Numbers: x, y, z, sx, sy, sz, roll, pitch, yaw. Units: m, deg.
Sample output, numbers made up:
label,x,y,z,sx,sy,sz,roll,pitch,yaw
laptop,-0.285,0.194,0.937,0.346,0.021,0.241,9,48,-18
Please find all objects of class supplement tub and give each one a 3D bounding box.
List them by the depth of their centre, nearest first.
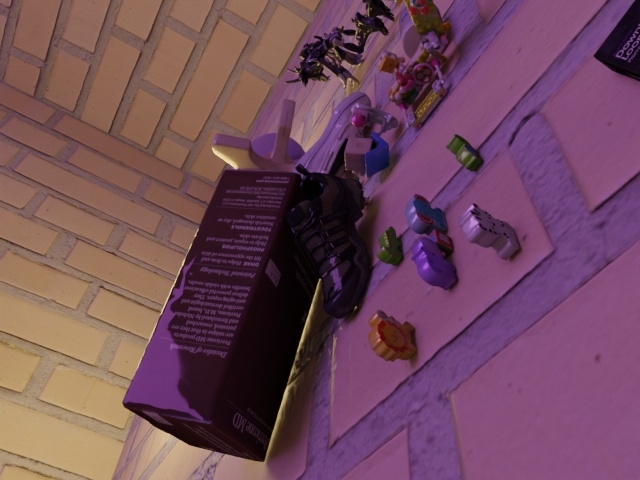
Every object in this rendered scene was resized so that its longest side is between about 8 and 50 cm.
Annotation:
label,x,y,z,sx,sy,sz,roll,pitch,yaw
supplement tub,0.163,-0.339,0.923,0.071,0.071,0.107,-53,19,34

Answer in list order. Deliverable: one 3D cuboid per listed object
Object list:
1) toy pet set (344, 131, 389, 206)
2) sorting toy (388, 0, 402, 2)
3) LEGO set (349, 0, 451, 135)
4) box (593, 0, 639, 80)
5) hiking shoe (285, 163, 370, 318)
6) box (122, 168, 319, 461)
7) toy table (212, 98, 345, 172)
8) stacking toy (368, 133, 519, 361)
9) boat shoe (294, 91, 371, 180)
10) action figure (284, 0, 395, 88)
label,x,y,z,sx,sy,sz,roll,pitch,yaw
toy pet set,0.078,-0.114,0.904,0.114,0.065,0.122,82,-161,-47
sorting toy,0.179,-0.585,1.322,0.083,0.045,0.075,-57,10,23
LEGO set,0.128,-0.266,0.806,0.107,0.132,0.287,-91,9,-48
box,0.265,-0.153,0.381,0.116,0.029,0.162,-57,16,22
hiking shoe,0.000,0.000,0.791,0.086,0.114,0.226,-47,35,46
box,-0.113,0.099,0.838,0.191,0.143,0.381,64,-142,-53
toy table,-0.089,-0.131,1.142,0.161,0.252,0.274,114,153,-63
stacking toy,0.110,-0.003,0.598,0.167,0.052,0.221,-54,18,31
boat shoe,0.044,-0.175,1.051,0.226,0.076,0.083,-56,-31,-16
action figure,0.045,-0.426,1.324,0.276,0.141,0.164,-28,37,38
